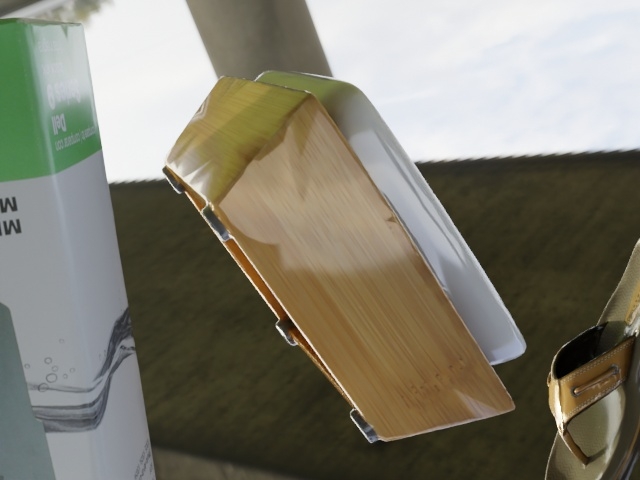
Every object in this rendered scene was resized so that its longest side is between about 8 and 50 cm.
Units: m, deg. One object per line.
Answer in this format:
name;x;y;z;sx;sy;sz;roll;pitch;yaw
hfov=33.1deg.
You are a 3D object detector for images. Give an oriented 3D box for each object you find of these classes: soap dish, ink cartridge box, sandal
soap dish;0.000;0.000;0.746;0.118;0.229;0.291;-37;-163;-6
ink cartridge box;-0.204;0.050;0.521;0.211;0.289;0.121;-8;-169;-1
sandal;0.200;0.090;0.765;0.060;0.219;0.090;20;-176;-14
